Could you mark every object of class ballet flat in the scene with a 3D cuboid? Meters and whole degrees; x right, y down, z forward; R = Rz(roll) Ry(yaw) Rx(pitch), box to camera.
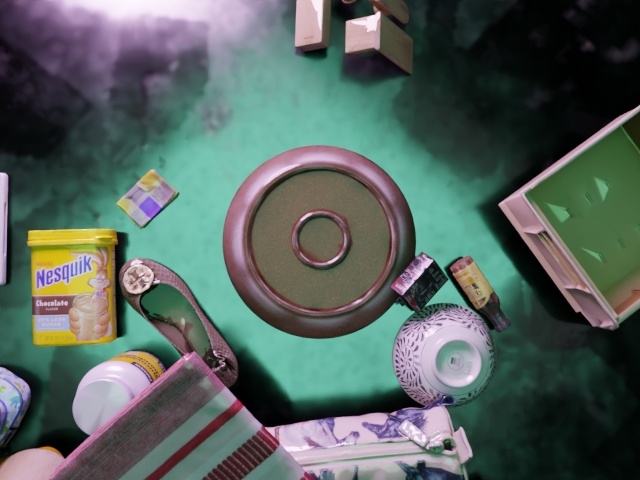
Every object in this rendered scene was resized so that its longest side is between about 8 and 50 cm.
[{"bbox_3d":[-0.215,0.126,0.953,0.084,0.058,0.250,-39,90,-5],"label":"ballet flat"}]

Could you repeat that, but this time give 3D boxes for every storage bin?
[{"bbox_3d":[0.466,-0.036,0.967,0.262,0.123,0.260,-36,89,-5],"label":"storage bin"}]

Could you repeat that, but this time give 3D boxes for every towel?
[{"bbox_3d":[-0.273,-0.066,0.985,0.083,0.009,0.060,-44,91,-4],"label":"towel"},{"bbox_3d":[-0.140,0.331,0.789,0.237,0.037,0.329,-40,99,2],"label":"towel"}]

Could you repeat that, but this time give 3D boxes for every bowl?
[{"bbox_3d":[0.200,0.184,0.962,0.170,0.080,0.170,0,88,-2],"label":"bowl"}]

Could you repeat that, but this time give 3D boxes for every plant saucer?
[{"bbox_3d":[0.000,0.000,0.978,0.310,0.050,0.311,0,87,-2],"label":"plant saucer"}]

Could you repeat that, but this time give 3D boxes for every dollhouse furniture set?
[{"bbox_3d":[0.057,-0.347,1.009,0.151,0.123,0.144,0,86,32],"label":"dollhouse furniture set"}]

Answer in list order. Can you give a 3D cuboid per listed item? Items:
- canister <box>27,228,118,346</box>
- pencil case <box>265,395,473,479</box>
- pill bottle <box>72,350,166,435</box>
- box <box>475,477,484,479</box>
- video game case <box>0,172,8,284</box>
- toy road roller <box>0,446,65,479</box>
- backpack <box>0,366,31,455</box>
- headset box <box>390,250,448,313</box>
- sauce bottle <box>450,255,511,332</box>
[{"bbox_3d":[-0.370,0.070,0.942,0.126,0.073,0.170,-2,89,-3],"label":"canister"},{"bbox_3d":[0.006,0.327,0.894,0.410,0.183,0.160,-7,47,-2],"label":"pencil case"},{"bbox_3d":[-0.281,0.217,0.882,0.103,0.184,0.103,0,87,-3],"label":"pill bottle"},{"bbox_3d":[0.215,0.495,0.964,0.190,0.045,0.184,-27,86,-4],"label":"box"},{"bbox_3d":[-0.581,-0.018,0.961,0.190,0.022,0.173,0,87,-4],"label":"video game case"},{"bbox_3d":[-0.490,0.459,0.860,0.329,0.202,0.241,-18,103,-3],"label":"toy road roller"},{"bbox_3d":[-0.492,0.250,0.920,0.105,0.084,0.114,31,83,-3],"label":"backpack"},{"bbox_3d":[0.152,0.069,0.974,0.083,0.032,0.062,-47,132,-3],"label":"headset box"},{"bbox_3d":[0.255,0.086,0.989,0.042,0.042,0.128,-35,87,-4],"label":"sauce bottle"}]
